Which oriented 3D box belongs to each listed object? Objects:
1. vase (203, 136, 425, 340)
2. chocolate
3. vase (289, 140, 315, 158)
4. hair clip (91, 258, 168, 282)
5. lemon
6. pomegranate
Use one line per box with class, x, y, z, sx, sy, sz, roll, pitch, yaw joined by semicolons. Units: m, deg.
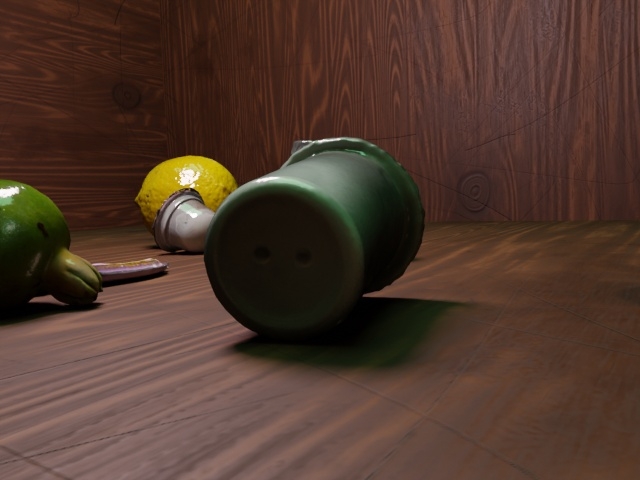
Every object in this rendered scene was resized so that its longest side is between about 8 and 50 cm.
vase;0.000;0.000;0.722;0.244;0.245;0.291;-1;13;15
chocolate;-0.365;-0.030;1.668;0.147;0.221;0.221;31;19;23
vase;-0.027;-0.098;1.488;0.250;0.301;0.156;6;-1;-35
hair clip;-0.429;0.057;1.123;0.110;0.096;0.358;-38;-22;24
lemon;-0.431;-0.127;1.912;0.335;0.336;0.336;-2;5;0
pomegranate;-0.462;0.040;0.845;0.189;0.241;0.159;-23;32;23
